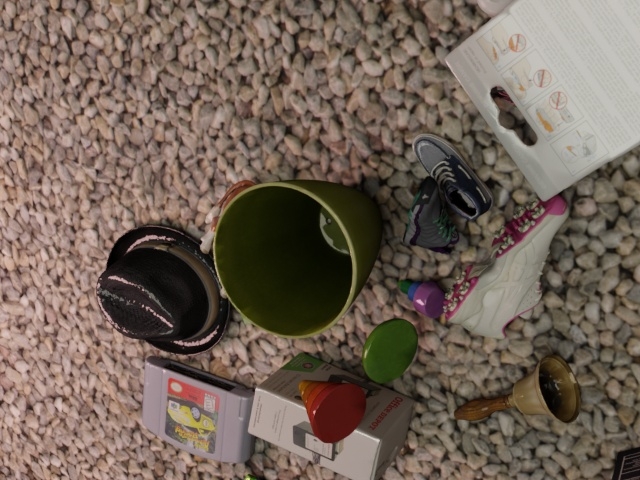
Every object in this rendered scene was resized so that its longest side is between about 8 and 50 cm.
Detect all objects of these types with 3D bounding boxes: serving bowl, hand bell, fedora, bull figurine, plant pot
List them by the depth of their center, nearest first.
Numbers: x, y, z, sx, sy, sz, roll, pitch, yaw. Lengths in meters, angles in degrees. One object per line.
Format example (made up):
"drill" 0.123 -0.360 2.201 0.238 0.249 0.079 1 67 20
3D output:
"serving bowl" 0.300 -0.420 1.437 0.083 0.027 0.083 7 107 24
"plant pot" 0.000 0.000 1.556 0.274 0.293 0.275 8 108 25
"hand bell" 0.348 0.305 1.595 0.242 0.126 0.126 -28 91 42
"bull figurine" -0.131 0.037 1.729 0.188 0.101 0.311 -28 75 30
"fedora" -0.369 0.129 1.861 0.334 0.152 0.334 8 108 25

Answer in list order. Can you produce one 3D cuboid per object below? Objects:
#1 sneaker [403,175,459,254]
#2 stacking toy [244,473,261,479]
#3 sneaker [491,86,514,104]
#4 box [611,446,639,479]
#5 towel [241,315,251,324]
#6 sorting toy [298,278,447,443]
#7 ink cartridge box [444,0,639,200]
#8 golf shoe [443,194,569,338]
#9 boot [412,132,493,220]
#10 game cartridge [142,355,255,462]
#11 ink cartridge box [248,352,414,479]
"sneaker" 0.210 -0.041 1.515 0.098 0.224 0.083 23 72 9
"stacking toy" -0.123 0.654 1.912 0.221 0.052 0.167 33 94 16
"sneaker" 0.331 -0.252 1.465 0.119 0.047 0.057 1 116 28
"box" 0.630 0.453 1.369 0.296 0.294 0.183 -25 92 31
"towel" -0.118 0.112 1.808 0.152 0.023 0.113 -16 94 32
"sorting toy" 0.082 0.204 1.599 0.126 0.365 0.127 27 160 48
"ink cartridge box" 0.441 -0.291 1.374 0.385 0.091 0.308 -36 87 32
"golf shoe" 0.353 0.052 1.515 0.140 0.115 0.306 34 118 -7
"boot" 0.230 -0.117 1.525 0.190 0.086 0.069 44 119 9
"game cartridge" -0.283 0.395 1.953 0.294 0.060 0.196 15 115 23
"ink cartridge box" 0.025 0.351 1.699 0.272 0.198 0.115 19 111 20
